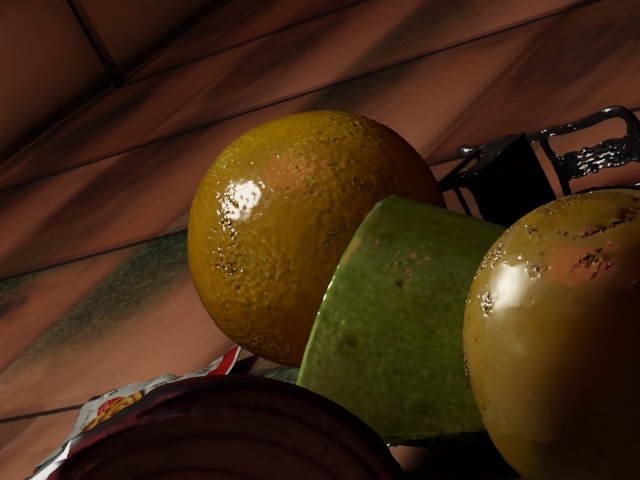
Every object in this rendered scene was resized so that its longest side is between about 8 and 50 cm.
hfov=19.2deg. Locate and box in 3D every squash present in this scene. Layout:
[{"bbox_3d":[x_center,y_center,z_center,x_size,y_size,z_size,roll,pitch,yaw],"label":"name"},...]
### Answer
[{"bbox_3d":[0.168,0.096,1.606,0.309,0.210,0.233,22,26,13],"label":"squash"}]

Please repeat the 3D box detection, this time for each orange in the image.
[{"bbox_3d":[0.000,0.000,1.910,0.274,0.274,0.274,-26,16,8],"label":"orange"}]

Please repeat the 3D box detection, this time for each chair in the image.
[{"bbox_3d":[0.226,-0.057,1.979,0.229,0.106,0.113,-14,21,44],"label":"chair"}]

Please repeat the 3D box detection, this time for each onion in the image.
[{"bbox_3d":[-0.099,0.250,1.296,0.336,0.282,0.260,-50,2,-19],"label":"onion"}]

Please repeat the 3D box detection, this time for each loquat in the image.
[{"bbox_3d":[0.214,0.074,1.374,0.235,0.235,0.235,-26,16,8],"label":"loquat"}]

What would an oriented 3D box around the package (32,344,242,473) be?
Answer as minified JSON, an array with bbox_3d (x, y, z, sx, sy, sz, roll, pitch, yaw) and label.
[{"bbox_3d":[-0.199,0.184,2.087,0.239,0.030,0.154,-21,15,26],"label":"package"}]
